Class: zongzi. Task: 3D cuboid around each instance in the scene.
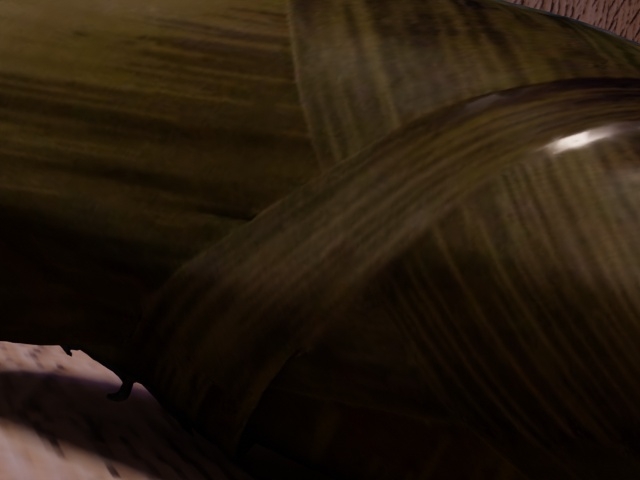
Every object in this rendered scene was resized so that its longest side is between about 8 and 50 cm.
[{"bbox_3d":[0.000,0.000,0.379,0.221,0.112,0.242,13,5,5],"label":"zongzi"}]
